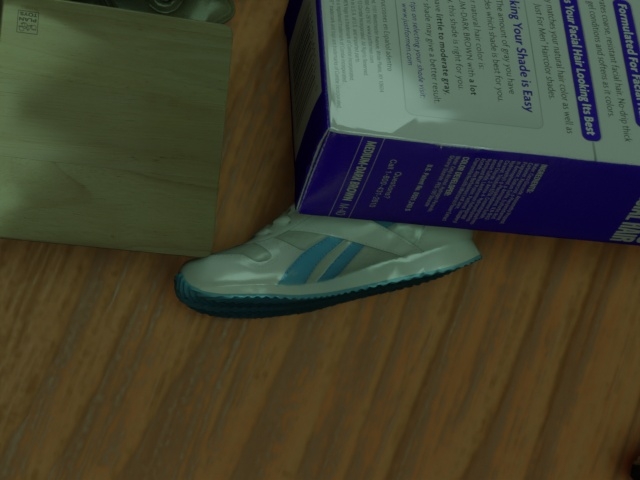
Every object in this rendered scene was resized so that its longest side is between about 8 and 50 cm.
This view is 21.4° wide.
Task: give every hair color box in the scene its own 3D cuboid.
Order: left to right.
[{"bbox_3d":[0.150,-0.103,1.211,0.339,0.110,0.185,5,55,-12],"label":"hair color box"}]

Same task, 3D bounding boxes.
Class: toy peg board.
[{"bbox_3d":[-0.155,-0.075,1.159,0.161,0.079,0.160,6,88,-24],"label":"toy peg board"}]

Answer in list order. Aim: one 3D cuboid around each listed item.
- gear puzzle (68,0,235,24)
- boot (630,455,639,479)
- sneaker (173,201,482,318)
[{"bbox_3d":[-0.236,-0.137,1.192,0.339,0.044,0.175,-33,97,-10],"label":"gear puzzle"},{"bbox_3d":[0.335,0.144,1.302,0.198,0.077,0.137,17,79,-25],"label":"boot"},{"bbox_3d":[0.000,0.000,1.222,0.229,0.087,0.092,-12,83,-21],"label":"sneaker"}]
